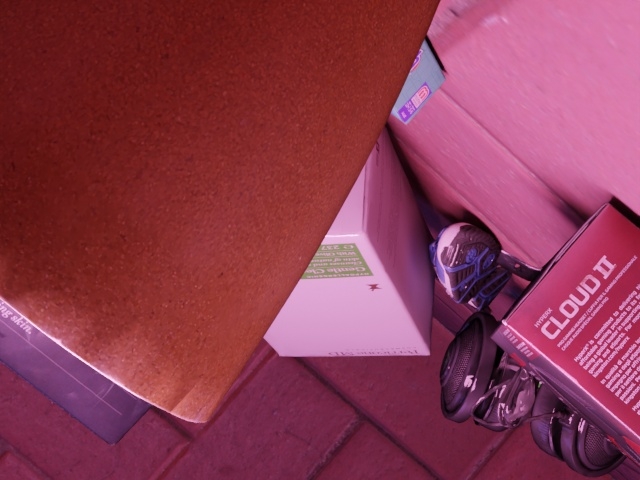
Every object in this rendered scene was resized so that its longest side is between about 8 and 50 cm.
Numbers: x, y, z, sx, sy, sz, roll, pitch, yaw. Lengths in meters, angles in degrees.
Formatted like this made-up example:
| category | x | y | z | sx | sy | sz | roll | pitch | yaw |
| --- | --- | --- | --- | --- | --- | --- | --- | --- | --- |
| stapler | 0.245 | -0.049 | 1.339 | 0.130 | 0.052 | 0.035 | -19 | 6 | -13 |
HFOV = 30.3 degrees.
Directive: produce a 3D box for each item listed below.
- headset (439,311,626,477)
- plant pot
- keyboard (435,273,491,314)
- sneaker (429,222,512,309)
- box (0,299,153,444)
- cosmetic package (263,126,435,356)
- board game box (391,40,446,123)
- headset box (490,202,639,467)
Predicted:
| category | x | y | z | sx | sy | sz | roll | pitch | yaw |
| --- | --- | --- | --- | --- | --- | --- | --- | --- | --- |
| headset | 0.254 | 0.147 | 1.330 | 0.243 | 0.185 | 0.394 | 20 | -173 | 18 |
| plant pot | -0.059 | -0.088 | 0.554 | 0.237 | 0.254 | 0.237 | 41 | 177 | 3 |
| keyboard | 0.199 | 0.058 | 1.931 | 0.180 | 0.023 | 0.108 | 39 | 177 | 29 |
| sneaker | 0.151 | 0.022 | 1.309 | 0.081 | 0.080 | 0.211 | 39 | 177 | 21 |
| box | -0.294 | -0.088 | 1.531 | 0.480 | 0.472 | 0.297 | 42 | -178 | -21 |
| cosmetic package | 0.000 | 0.000 | 1.257 | 0.197 | 0.155 | 0.365 | -3 | 156 | 16 |
| board game box | -0.023 | -0.181 | 0.795 | 0.210 | 0.047 | 0.160 | 41 | 177 | 29 |
| headset box | 0.244 | 0.100 | 0.839 | 0.293 | 0.110 | 0.218 | 41 | 178 | 8 |
